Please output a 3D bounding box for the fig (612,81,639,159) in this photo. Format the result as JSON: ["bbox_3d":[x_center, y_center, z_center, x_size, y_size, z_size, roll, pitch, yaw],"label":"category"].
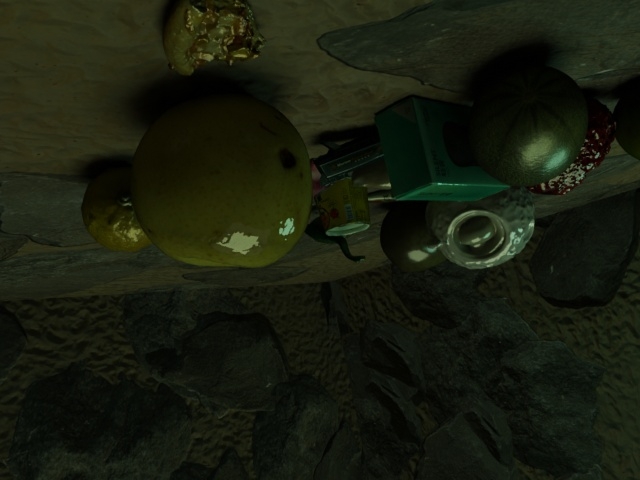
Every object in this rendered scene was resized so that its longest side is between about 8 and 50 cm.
[{"bbox_3d":[0.820,-0.280,1.510,0.203,0.225,0.203,-2,151,-1],"label":"fig"}]

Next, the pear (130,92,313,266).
[{"bbox_3d":[-0.177,-0.105,1.144,0.349,0.348,0.348,-11,169,-2],"label":"pear"}]

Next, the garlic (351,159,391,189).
[{"bbox_3d":[0.228,-0.201,1.613,0.318,0.112,0.143,-12,-166,-31],"label":"garlic"}]

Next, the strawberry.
[{"bbox_3d":[0.603,-0.227,1.576,0.274,0.220,0.274,-7,170,-1],"label":"strawberry"}]

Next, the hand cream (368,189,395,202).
[{"bbox_3d":[0.218,-0.148,2.076,0.234,0.050,0.080,-8,174,15],"label":"hand cream"}]

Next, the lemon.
[{"bbox_3d":[-0.433,-0.070,1.393,0.192,0.192,0.231,-7,169,-20],"label":"lemon"}]

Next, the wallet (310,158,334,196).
[{"bbox_3d":[-0.015,-0.171,1.715,0.119,0.025,0.232,5,163,-24],"label":"wallet"}]

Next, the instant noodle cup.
[{"bbox_3d":[0.070,-0.099,1.888,0.182,0.144,0.182,-10,169,-2],"label":"instant noodle cup"}]

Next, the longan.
[{"bbox_3d":[0.358,-0.029,2.262,0.289,0.288,0.350,-18,178,32],"label":"longan"}]

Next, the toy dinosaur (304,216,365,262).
[{"bbox_3d":[0.000,0.000,2.045,0.447,0.087,0.300,-6,-146,33],"label":"toy dinosaur"}]

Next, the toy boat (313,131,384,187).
[{"bbox_3d":[0.094,-0.218,1.469,0.246,0.103,0.093,-23,-166,-6],"label":"toy boat"}]

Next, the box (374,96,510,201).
[{"bbox_3d":[0.286,-0.200,1.426,0.311,0.205,0.118,-2,164,-41],"label":"box"}]

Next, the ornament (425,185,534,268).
[{"bbox_3d":[0.498,-0.084,1.955,0.337,0.337,0.337,-11,169,-2],"label":"ornament"}]

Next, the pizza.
[{"bbox_3d":[-0.149,-0.289,0.896,0.161,0.062,0.182,-6,167,-32],"label":"pizza"}]

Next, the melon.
[{"bbox_3d":[0.426,-0.238,1.292,0.238,0.237,0.302,-13,165,10],"label":"melon"}]
